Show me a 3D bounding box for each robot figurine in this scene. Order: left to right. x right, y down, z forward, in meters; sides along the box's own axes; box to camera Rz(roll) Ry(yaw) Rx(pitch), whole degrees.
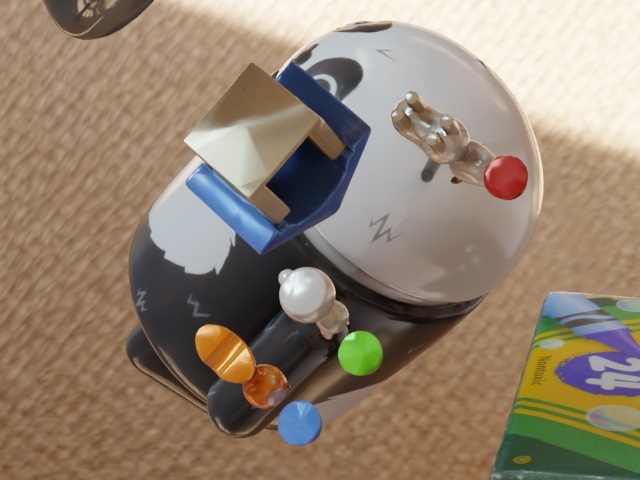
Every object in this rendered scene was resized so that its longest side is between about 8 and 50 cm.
[{"bbox_3d":[-0.001,-0.003,1.013,0.173,0.278,0.209,0,59,-39],"label":"robot figurine"}]

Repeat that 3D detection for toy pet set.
[{"bbox_3d":[0.002,-0.002,0.644,0.114,0.065,0.122,41,89,21],"label":"toy pet set"}]

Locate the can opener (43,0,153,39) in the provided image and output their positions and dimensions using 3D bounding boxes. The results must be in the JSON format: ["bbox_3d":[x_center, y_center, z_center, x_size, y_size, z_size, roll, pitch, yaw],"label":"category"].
[{"bbox_3d":[-0.039,-0.180,0.536,0.074,0.280,0.093,-14,58,-27],"label":"can opener"}]

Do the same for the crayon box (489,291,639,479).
[{"bbox_3d":[0.242,0.103,0.759,0.323,0.203,0.083,5,110,12],"label":"crayon box"}]
